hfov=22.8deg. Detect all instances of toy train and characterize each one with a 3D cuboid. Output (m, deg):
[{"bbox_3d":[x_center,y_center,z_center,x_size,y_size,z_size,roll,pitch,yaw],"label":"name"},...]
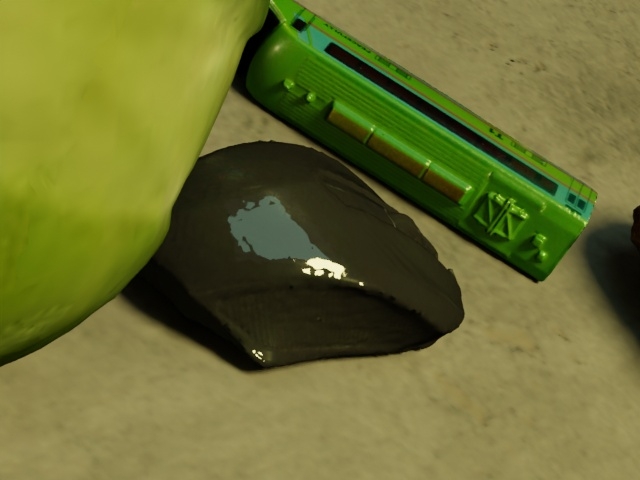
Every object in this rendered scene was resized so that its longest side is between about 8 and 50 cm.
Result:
[{"bbox_3d":[0.032,-0.055,0.764,0.209,0.044,0.042,32,31,0],"label":"toy train"}]

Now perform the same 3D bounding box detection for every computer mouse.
[{"bbox_3d":[0.000,0.000,0.641,0.172,0.057,0.099,8,36,-42],"label":"computer mouse"}]

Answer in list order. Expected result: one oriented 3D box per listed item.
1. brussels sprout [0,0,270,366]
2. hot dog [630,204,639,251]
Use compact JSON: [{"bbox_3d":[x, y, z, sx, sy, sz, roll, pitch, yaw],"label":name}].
[{"bbox_3d":[-0.164,-0.109,0.432,0.315,0.275,0.371,38,31,16],"label":"brussels sprout"},{"bbox_3d":[0.244,0.043,0.771,0.161,0.099,0.227,4,38,-41],"label":"hot dog"}]
